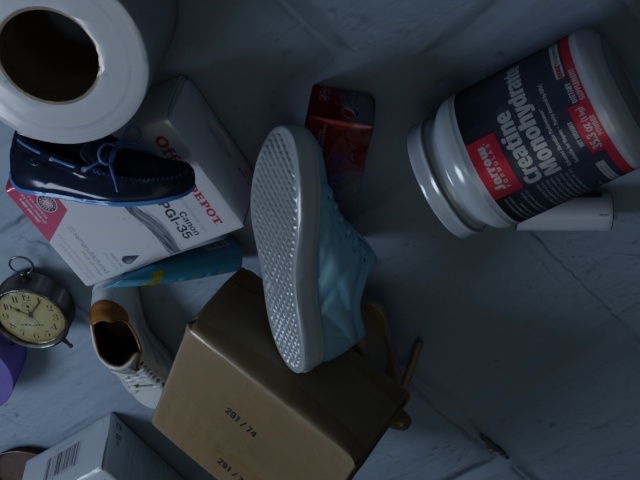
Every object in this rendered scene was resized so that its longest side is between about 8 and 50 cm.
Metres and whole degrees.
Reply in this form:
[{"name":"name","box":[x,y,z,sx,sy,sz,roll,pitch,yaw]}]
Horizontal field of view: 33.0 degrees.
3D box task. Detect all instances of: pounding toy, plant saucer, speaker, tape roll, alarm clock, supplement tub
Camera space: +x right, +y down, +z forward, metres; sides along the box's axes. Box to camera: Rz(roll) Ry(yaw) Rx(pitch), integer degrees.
[{"name":"pounding toy","box":[0.062,0.180,1.750,0.154,0.155,0.269,10,126,36]},{"name":"plant saucer","box":[-0.553,0.448,2.063,0.168,0.029,0.168,2,129,3]},{"name":"speaker","box":[0.345,-0.040,1.545,0.136,0.055,0.055,0,129,7]},{"name":"tape roll","box":[-0.315,-0.266,1.355,0.246,0.169,0.246,3,125,5]},{"name":"alarm clock","box":[-0.465,0.096,1.743,0.129,0.064,0.192,2,132,5]},{"name":"supplement tub","box":[0.269,-0.132,1.392,0.272,0.191,0.191,-27,122,25]},{"name":"tape roll","box":[-0.602,0.199,1.834,0.189,0.080,0.189,3,129,4]}]

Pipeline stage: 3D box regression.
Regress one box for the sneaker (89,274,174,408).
[{"name":"sneaker","box":[-0.317,0.199,1.774,0.106,0.123,0.290,-9,129,11]}]

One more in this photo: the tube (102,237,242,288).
[{"name":"tube","box":[-0.216,0.041,1.602,0.207,0.052,0.080,-14,172,-33]}]

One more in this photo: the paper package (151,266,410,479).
[{"name":"paper package","box":[-0.073,0.262,1.680,0.325,0.168,0.309,36,137,9]}]

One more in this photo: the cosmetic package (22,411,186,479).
[{"name":"cosmetic package","box":[-0.351,0.523,2.003,0.217,0.156,0.385,-32,119,16]}]

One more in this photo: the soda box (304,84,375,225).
[{"name":"soda box","box":[0.010,-0.084,1.530,0.092,0.083,0.263,9,129,-2]}]

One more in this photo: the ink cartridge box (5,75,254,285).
[{"name":"ink cartridge box","box":[-0.266,-0.080,1.542,0.283,0.117,0.207,-20,123,22]}]

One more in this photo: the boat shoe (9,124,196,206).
[{"name":"boat shoe","box":[-0.289,-0.098,1.393,0.258,0.109,0.089,3,113,9]}]

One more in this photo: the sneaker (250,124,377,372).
[{"name":"sneaker","box":[0.000,0.000,1.490,0.150,0.135,0.366,-20,125,-28]}]
